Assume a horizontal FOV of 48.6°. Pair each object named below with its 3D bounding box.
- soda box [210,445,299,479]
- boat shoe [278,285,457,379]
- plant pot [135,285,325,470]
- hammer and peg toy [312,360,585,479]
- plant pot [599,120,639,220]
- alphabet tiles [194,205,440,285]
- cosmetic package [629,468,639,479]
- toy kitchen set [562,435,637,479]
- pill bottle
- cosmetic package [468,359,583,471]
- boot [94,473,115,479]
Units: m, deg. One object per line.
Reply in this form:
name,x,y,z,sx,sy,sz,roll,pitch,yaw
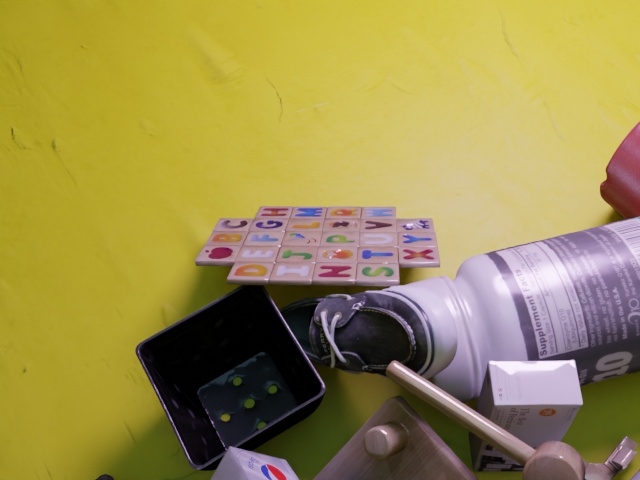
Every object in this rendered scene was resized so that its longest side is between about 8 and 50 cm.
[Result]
soda box,-0.122,0.393,0.827,0.286,0.091,0.098,-61,34,5
boat shoe,0.041,0.127,0.919,0.119,0.335,0.121,-7,87,-28
plant pot,-0.110,0.199,0.970,0.188,0.167,0.187,-30,64,-10
hammer and peg toy,0.123,0.315,0.827,0.266,0.127,0.361,45,107,25
plant pot,0.571,-0.062,1.011,0.272,0.272,0.265,-33,56,-12
alphabet tiles,0.000,0.000,1.056,0.343,0.011,0.285,0,23,5
cosmetic package,0.411,0.372,0.807,0.184,0.151,0.151,39,33,22
toy kitchen set,0.367,0.276,0.940,0.083,0.068,0.075,-42,66,-17
pill bottle,0.306,0.102,0.964,0.361,0.204,0.204,-13,61,-2
cosmetic package,0.247,0.225,0.880,0.099,0.239,0.060,-3,55,4
boot,-0.383,0.380,0.914,0.260,0.131,0.348,-42,77,-9
